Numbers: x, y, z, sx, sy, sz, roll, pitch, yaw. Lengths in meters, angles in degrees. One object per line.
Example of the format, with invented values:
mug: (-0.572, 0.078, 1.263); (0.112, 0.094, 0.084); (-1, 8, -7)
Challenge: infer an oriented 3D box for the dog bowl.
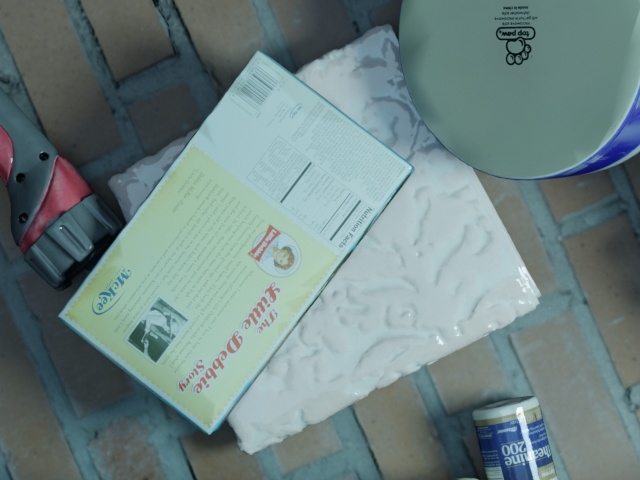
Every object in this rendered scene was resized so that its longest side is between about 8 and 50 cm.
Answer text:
dog bowl: (0.207, -0.188, 1.770); (0.265, 0.104, 0.265); (6, 100, 35)

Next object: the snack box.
snack box: (-0.080, 0.003, 1.827); (0.187, 0.060, 0.322); (38, 93, 4)

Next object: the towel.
towel: (0.000, 0.000, 1.877); (0.331, 0.053, 0.317); (-28, 88, 5)

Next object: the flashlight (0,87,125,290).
flashlight: (-0.325, -0.090, 1.884); (0.304, 0.103, 0.103); (46, 119, 4)

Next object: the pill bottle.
pill bottle: (0.192, 0.215, 1.854); (0.067, 0.067, 0.120); (-14, 90, 6)

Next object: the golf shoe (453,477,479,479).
golf shoe: (0.172, 0.365, 1.843); (0.115, 0.140, 0.306); (-12, 113, 3)
